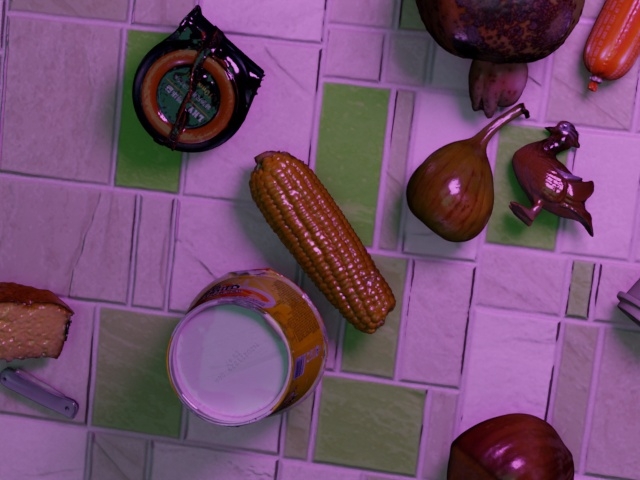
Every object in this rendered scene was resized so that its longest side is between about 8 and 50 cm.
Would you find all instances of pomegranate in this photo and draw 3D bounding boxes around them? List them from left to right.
[{"bbox_3d":[0.280,-0.352,1.749,0.285,0.285,0.340,4,122,8],"label":"pomegranate"}]

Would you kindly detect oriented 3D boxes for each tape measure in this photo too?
[{"bbox_3d":[-0.214,-0.259,1.887,0.202,0.135,0.223,41,103,-9],"label":"tape measure"}]

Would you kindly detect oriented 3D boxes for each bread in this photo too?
[{"bbox_3d":[-0.586,0.138,1.985,0.260,0.134,0.129,3,115,-25],"label":"bread"}]

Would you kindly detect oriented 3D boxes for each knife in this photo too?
[{"bbox_3d":[-0.522,0.279,2.053,0.162,0.023,0.044,25,95,5],"label":"knife"}]

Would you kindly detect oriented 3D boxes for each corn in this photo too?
[{"bbox_3d":[0.000,0.000,1.894,0.120,0.120,0.363,-34,90,11],"label":"corn"}]

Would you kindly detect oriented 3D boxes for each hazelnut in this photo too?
[{"bbox_3d":[0.327,0.401,1.885,0.181,0.181,0.212,-14,95,38],"label":"hazelnut"}]

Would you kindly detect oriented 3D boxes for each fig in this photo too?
[{"bbox_3d":[0.250,-0.126,1.828,0.151,0.151,0.259,33,101,3],"label":"fig"}]

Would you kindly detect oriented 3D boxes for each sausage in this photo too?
[{"bbox_3d":[0.509,-0.385,1.787,0.093,0.093,0.312,26,101,4],"label":"sausage"}]

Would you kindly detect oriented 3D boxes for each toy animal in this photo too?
[{"bbox_3d":[0.405,-0.096,1.847,0.188,0.089,0.179,39,86,7],"label":"toy animal"}]

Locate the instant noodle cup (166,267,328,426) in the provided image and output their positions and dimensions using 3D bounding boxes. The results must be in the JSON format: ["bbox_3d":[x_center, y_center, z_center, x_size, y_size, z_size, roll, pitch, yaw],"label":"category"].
[{"bbox_3d":[-0.128,0.185,1.802,0.265,0.200,0.264,1,95,8],"label":"instant noodle cup"}]

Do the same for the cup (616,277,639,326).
[{"bbox_3d":[0.572,0.085,1.829,0.120,0.120,0.141,38,93,2],"label":"cup"}]
